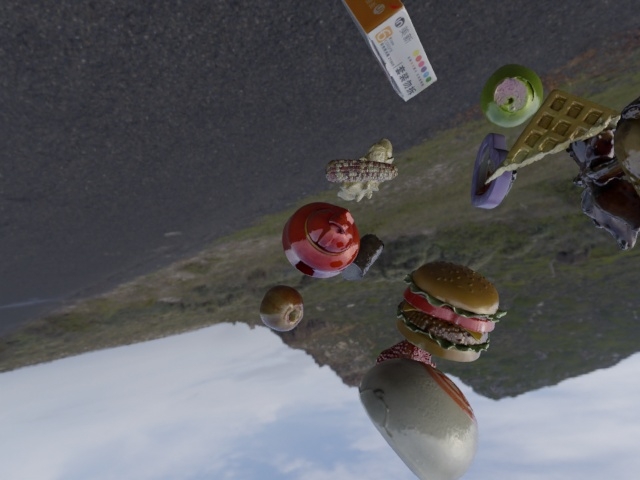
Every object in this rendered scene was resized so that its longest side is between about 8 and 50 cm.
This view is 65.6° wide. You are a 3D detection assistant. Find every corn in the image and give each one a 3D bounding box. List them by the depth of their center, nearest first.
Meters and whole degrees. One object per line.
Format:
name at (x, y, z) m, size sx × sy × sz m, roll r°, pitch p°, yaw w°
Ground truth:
corn at (0.134, -0.225, 1.620) m, size 0.237 × 0.079 × 0.079 m, roll 2°, pitch 172°, yaw -6°

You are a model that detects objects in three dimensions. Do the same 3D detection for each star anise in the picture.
star anise at (0.493, -0.118, 0.864) m, size 0.088 × 0.288 × 0.288 m, roll -21°, pitch 171°, yaw 18°

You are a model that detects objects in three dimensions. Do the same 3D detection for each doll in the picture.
doll at (0.000, -0.001, 1.170) m, size 0.160 × 0.183 × 0.363 m, roll -51°, pitch -178°, yaw -18°

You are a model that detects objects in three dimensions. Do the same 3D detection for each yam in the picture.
yam at (0.119, 0.048, 1.406) m, size 0.079 × 0.079 × 0.141 m, roll -18°, pitch -157°, yaw 44°

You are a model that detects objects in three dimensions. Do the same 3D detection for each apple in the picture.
apple at (-0.100, 0.181, 1.329) m, size 0.102 × 0.125 × 0.126 m, roll 18°, pitch -167°, yaw 36°

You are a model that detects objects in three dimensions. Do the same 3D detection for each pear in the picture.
pear at (0.583, -0.440, 1.521) m, size 0.188 × 0.187 × 0.220 m, roll -13°, pitch -173°, yaw 16°

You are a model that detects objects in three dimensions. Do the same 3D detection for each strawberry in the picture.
strawberry at (0.234, 0.379, 1.400) m, size 0.175 × 0.106 × 0.235 m, roll -4°, pitch 133°, yaw 22°

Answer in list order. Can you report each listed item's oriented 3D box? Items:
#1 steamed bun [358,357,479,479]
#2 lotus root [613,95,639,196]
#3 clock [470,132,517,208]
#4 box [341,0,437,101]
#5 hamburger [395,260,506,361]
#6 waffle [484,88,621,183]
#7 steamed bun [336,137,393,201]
steamed bun at (0.221, 0.364, 1.058) m, size 0.177 × 0.283 × 0.283 m, roll -42°, pitch 172°, yaw 0°
lotus root at (0.418, -0.076, 0.541) m, size 0.118 × 0.221 × 0.125 m, roll -41°, pitch 180°, yaw -13°
clock at (0.412, -0.149, 1.176) m, size 0.064 × 0.198 × 0.172 m, roll 10°, pitch 128°, yaw 1°
box at (0.127, -0.458, 1.051) m, size 0.091 × 0.273 × 0.221 m, roll -31°, pitch 147°, yaw 16°
hamburger at (0.343, 0.168, 1.318) m, size 0.275 × 0.212 × 0.274 m, roll 13°, pitch -163°, yaw -4°
waffle at (0.364, -0.140, 0.777) m, size 0.125 × 0.191 × 0.032 m, roll 33°, pitch 175°, yaw 25°
steamed bun at (0.197, -0.263, 1.962) m, size 0.292 × 0.137 × 0.295 m, roll -51°, pitch 177°, yaw -8°
